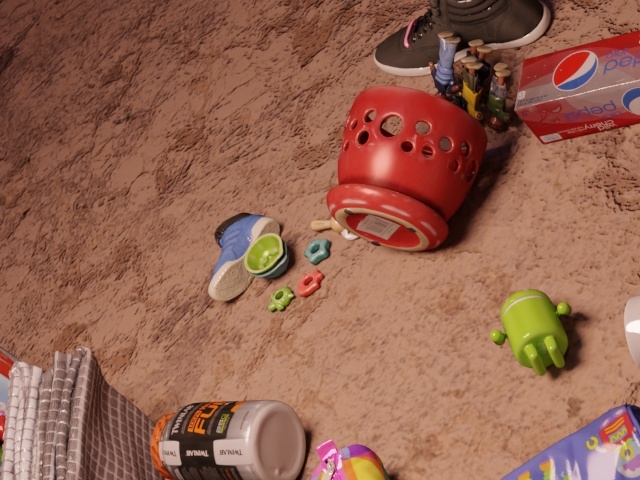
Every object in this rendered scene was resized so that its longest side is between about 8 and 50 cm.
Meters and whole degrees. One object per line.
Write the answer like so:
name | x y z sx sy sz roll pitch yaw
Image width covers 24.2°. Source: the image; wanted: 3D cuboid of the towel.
towel | -0.303 0.305 1.983 0.121 0.235 0.284 -24 44 20

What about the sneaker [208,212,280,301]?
sneaker | -0.133 0.021 2.214 0.084 0.058 0.152 17 66 44

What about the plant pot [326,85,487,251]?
plant pot | 0.112 -0.088 1.993 0.191 0.191 0.174 0 66 43

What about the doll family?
doll family | 0.206 -0.214 2.092 0.076 0.111 0.193 -6 33 -11

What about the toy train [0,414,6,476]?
toy train | -0.388 0.353 2.016 0.105 0.248 0.143 -35 45 12

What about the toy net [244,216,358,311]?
toy net | 0.000 0.000 2.124 0.232 0.045 0.122 -35 39 13

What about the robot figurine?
robot figurine | 0.254 0.106 1.779 0.101 0.067 0.115 -25 41 9

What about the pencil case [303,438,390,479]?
pencil case | 0.054 0.343 1.727 0.104 0.104 0.236 -37 41 11

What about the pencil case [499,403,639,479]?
pencil case | 0.246 0.297 1.577 0.306 0.119 0.133 -36 48 13

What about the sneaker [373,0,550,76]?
sneaker | 0.174 -0.332 2.177 0.295 0.147 0.105 -10 52 38

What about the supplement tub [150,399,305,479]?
supplement tub | -0.123 0.267 1.943 0.190 0.117 0.117 -7 52 38

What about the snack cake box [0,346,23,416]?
snack cake box | -0.439 0.236 2.141 0.089 0.264 0.152 -46 38 1

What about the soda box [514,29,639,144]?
soda box | 0.386 -0.205 1.919 0.263 0.083 0.092 -10 51 36

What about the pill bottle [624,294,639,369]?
pill bottle | 0.443 0.080 1.584 0.221 0.124 0.124 -15 47 33
